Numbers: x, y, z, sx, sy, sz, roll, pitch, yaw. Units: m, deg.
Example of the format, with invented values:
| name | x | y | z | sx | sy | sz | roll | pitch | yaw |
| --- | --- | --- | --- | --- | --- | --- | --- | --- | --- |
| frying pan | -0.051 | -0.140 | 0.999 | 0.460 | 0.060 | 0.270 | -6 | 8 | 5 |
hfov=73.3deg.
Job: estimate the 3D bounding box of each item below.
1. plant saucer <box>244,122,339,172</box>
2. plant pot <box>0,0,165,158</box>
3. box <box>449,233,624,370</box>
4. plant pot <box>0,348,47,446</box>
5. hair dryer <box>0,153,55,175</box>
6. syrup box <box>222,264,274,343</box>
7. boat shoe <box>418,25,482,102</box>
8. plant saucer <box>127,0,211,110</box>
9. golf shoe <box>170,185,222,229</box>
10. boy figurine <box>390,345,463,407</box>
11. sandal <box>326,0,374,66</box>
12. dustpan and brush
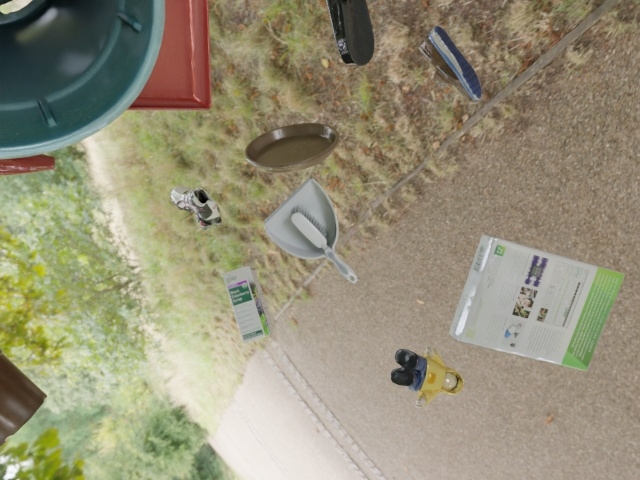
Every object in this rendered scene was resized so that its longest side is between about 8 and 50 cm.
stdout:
| name | x | y | z | sx | sy | sz | roll | pitch | yaw |
| --- | --- | --- | --- | --- | --- | --- | --- | --- | --- |
| plant saucer | -0.081 | -0.267 | 1.241 | 0.278 | 0.278 | 0.041 | 15 | 134 | 33 |
| plant pot | -0.395 | -0.320 | 0.476 | 0.334 | 0.341 | 0.341 | 48 | 145 | 38 |
| box | 0.464 | 0.137 | 0.926 | 0.322 | 0.058 | 0.232 | 15 | 98 | -9 |
| plant pot | -0.634 | 0.295 | 0.814 | 0.167 | 0.167 | 0.165 | -20 | 117 | 47 |
| hair dryer | -0.778 | -0.246 | 1.031 | 0.080 | 0.224 | 0.293 | 63 | -171 | 33 |
| syrup box | -0.236 | 0.205 | 1.414 | 0.096 | 0.093 | 0.237 | 37 | -145 | -86 |
| boat shoe | 0.288 | -0.379 | 0.956 | 0.066 | 0.066 | 0.183 | -30 | 97 | 49 |
| plant saucer | -0.302 | -0.376 | 0.797 | 0.048 | 0.259 | 0.258 | 10 | 109 | 22 |
| golf shoe | -0.460 | -0.155 | 1.597 | 0.273 | 0.105 | 0.120 | 34 | 134 | 28 |
| boy figurine | 0.321 | 0.409 | 1.273 | 0.285 | 0.177 | 0.092 | 30 | 161 | -37 |
| sandal | 0.068 | -0.639 | 0.999 | 0.107 | 0.167 | 0.445 | 9 | 137 | 37 |
| dustpan and brush | 0.000 | 0.000 | 0.849 | 0.147 | 0.060 | 0.211 | -43 | 95 | 14 |
